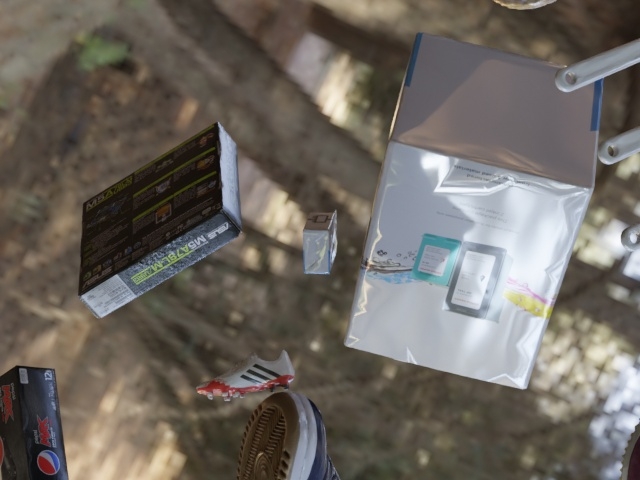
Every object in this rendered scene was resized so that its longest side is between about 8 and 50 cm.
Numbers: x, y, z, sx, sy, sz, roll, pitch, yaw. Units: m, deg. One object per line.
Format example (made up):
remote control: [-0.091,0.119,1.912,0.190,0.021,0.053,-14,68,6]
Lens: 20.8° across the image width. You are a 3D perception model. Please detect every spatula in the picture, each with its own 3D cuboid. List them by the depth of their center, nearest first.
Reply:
spatula: [0.286,-0.093,1.246,0.242,0.168,0.019,-24,-175,-27]

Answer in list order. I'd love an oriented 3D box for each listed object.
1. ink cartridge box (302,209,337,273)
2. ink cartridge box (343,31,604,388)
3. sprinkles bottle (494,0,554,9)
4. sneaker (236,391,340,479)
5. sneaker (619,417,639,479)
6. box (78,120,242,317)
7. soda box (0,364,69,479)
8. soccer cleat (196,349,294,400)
ink cartridge box: [0.000,0.000,1.816,0.083,0.028,0.048,-68,158,-73]
ink cartridge box: [0.152,-0.028,1.750,0.198,0.197,0.270,-74,177,-50]
sprinkles bottle: [0.181,-0.403,1.827,0.121,0.121,0.355,-67,146,-29]
sneaker: [0.008,0.239,1.536,0.099,0.153,0.282,-115,-151,-48]
sneaker: [0.351,0.185,1.657,0.084,0.069,0.185,10,-108,49]
box: [-0.174,-0.024,1.887,0.190,0.045,0.184,-31,-151,14]
soda box: [-0.321,0.227,1.936,0.060,0.053,0.169,-33,-121,41]
soccer cleat: [-0.064,0.113,1.468,0.029,0.083,0.036,82,-1,-74]
